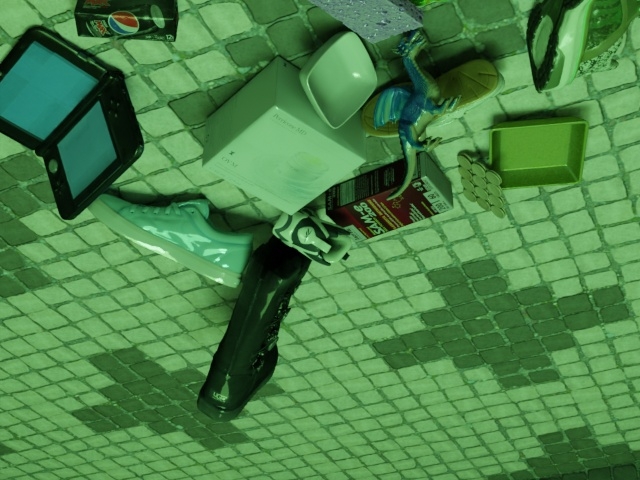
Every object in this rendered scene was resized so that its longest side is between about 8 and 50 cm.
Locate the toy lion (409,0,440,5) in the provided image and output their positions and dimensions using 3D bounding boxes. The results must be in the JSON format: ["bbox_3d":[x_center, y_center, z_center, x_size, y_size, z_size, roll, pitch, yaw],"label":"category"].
[{"bbox_3d":[0.185,-0.424,1.583,0.096,0.034,0.100,19,141,-35],"label":"toy lion"}]

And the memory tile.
[{"bbox_3d":[0.332,-0.112,1.956,0.113,0.012,0.148,33,159,33],"label":"memory tile"}]

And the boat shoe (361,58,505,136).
[{"bbox_3d":[0.211,-0.250,1.763,0.277,0.098,0.096,-14,169,28],"label":"boat shoe"}]

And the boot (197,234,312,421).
[{"bbox_3d":[-0.133,0.157,2.233,0.146,0.367,0.445,20,119,2],"label":"boot"}]

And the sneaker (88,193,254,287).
[{"bbox_3d":[-0.313,-0.039,2.058,0.366,0.150,0.135,26,-179,-11],"label":"sneaker"}]

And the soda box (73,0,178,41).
[{"bbox_3d":[-0.328,-0.380,1.619,0.169,0.060,0.053,2,143,-2],"label":"soda box"}]

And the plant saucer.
[{"bbox_3d":[0.428,-0.181,1.893,0.188,0.045,0.188,-4,144,6],"label":"plant saucer"}]

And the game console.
[{"bbox_3d":[-0.498,-0.206,1.774,0.173,0.250,0.293,-1,154,-46],"label":"game console"}]

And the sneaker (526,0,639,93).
[{"bbox_3d":[0.466,-0.408,1.531,0.182,0.158,0.410,-6,151,-12],"label":"sneaker"}]

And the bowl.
[{"bbox_3d":[0.025,-0.290,1.694,0.053,0.142,0.142,27,158,43],"label":"bowl"}]

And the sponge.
[{"bbox_3d":[0.062,-0.395,1.567,0.117,0.031,0.210,-8,158,43],"label":"sponge"}]

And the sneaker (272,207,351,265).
[{"bbox_3d":[0.000,0.000,1.998,0.153,0.094,0.235,33,177,12],"label":"sneaker"}]

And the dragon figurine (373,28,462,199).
[{"bbox_3d":[0.151,-0.225,1.682,0.144,0.085,0.289,32,116,19],"label":"dragon figurine"}]

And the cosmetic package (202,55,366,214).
[{"bbox_3d":[-0.067,-0.192,1.808,0.224,0.138,0.224,27,134,-32],"label":"cosmetic package"}]

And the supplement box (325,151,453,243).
[{"bbox_3d":[0.143,-0.087,2.001,0.239,0.073,0.130,-20,139,26],"label":"supplement box"}]
